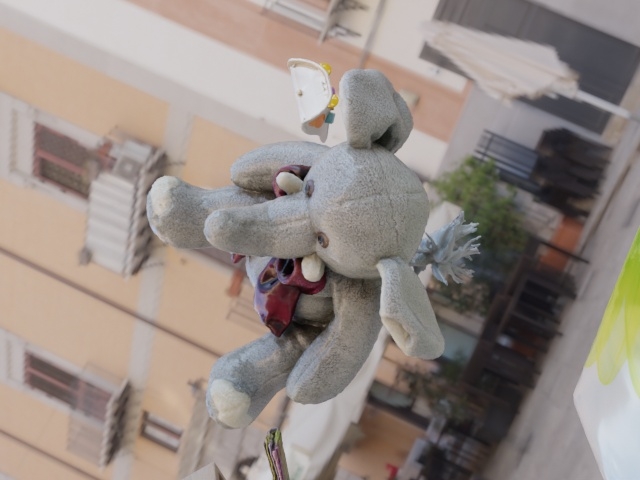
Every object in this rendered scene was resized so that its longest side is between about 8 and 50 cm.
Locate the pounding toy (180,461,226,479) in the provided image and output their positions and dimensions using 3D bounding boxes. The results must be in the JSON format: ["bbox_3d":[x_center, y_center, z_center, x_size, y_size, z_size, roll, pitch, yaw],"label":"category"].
[{"bbox_3d":[-0.119,0.403,1.217,0.094,0.181,0.206,-29,16,0],"label":"pounding toy"}]

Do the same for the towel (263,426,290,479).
[{"bbox_3d":[-0.022,0.155,0.603,0.060,0.009,0.083,162,97,-89],"label":"towel"}]

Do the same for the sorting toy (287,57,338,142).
[{"bbox_3d":[-0.003,-0.144,1.083,0.075,0.045,0.083,77,-178,-63],"label":"sorting toy"}]

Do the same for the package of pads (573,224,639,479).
[{"bbox_3d":[0.289,0.122,0.728,0.296,0.101,0.229,-93,15,-61],"label":"package of pads"}]

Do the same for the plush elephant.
[{"bbox_3d":[0.000,0.000,0.924,0.255,0.330,0.271,82,176,-71],"label":"plush elephant"}]
